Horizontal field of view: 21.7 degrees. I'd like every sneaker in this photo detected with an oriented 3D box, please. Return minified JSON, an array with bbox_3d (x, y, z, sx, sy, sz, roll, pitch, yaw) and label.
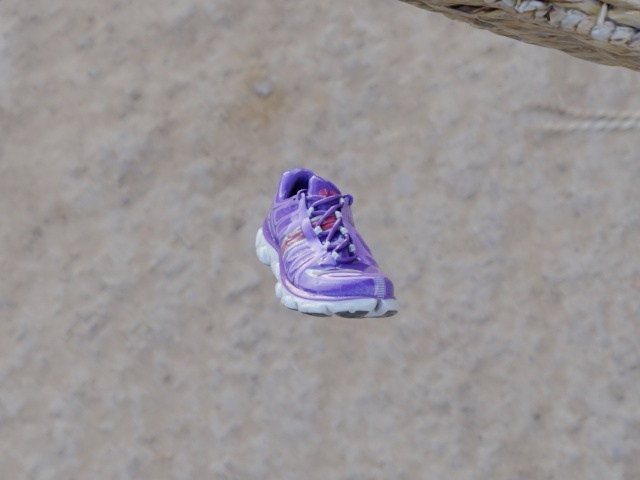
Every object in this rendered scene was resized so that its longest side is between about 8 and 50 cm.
[{"bbox_3d":[0.000,0.000,1.061,0.170,0.068,0.071,-134,49,-58],"label":"sneaker"}]

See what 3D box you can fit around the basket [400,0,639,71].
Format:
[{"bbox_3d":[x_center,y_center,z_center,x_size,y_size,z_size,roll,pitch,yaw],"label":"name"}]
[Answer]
[{"bbox_3d":[0.163,-0.205,0.871,0.299,0.213,0.223,24,99,40],"label":"basket"}]
